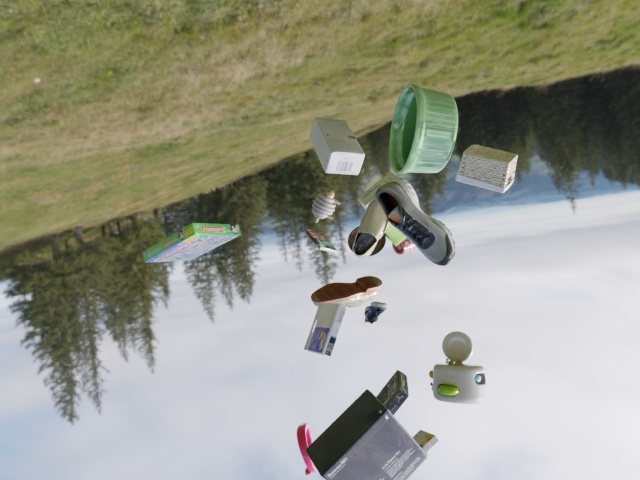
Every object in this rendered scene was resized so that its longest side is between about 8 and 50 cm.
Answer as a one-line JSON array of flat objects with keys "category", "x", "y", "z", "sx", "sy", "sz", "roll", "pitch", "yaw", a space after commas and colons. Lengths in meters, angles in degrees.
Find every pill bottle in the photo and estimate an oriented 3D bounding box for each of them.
[{"category": "pill bottle", "x": 0.560, "y": 0.433, "z": 1.988, "sx": 0.121, "sy": 0.121, "sz": 0.216, "roll": -10, "pitch": 166, "yaw": 13}]

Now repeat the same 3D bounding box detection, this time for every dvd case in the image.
[{"category": "dvd case", "x": 0.000, "y": 0.000, "z": 1.740, "sx": 0.087, "sy": 0.013, "sz": 0.119, "roll": 13, "pitch": -154, "yaw": -43}]

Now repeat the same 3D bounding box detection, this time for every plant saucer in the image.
[{"category": "plant saucer", "x": 0.241, "y": 0.006, "z": 2.521, "sx": 0.199, "sy": 0.198, "sz": 0.036, "roll": -10, "pitch": 147, "yaw": 4}]

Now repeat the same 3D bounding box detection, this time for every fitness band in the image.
[{"category": "fitness band", "x": -0.060, "y": 0.973, "z": 2.285, "sx": 0.054, "sy": 0.208, "sz": 0.291, "roll": -13, "pitch": 170, "yaw": 0}]

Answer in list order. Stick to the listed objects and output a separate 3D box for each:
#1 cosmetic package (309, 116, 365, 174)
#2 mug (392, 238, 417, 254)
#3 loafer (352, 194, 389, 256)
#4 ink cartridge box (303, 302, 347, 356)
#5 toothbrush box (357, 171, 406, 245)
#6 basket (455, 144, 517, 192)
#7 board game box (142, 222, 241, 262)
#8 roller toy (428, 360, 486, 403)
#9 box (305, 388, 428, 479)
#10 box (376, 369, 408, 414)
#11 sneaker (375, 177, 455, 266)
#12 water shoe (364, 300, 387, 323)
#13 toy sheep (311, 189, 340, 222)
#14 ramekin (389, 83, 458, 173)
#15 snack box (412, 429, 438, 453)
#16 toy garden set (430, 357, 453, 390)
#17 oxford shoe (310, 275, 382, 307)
[{"category": "cosmetic package", "x": 0.049, "y": -0.308, "z": 1.567, "sx": 0.118, "sy": 0.085, "sz": 0.231, "roll": 1, "pitch": -138, "yaw": -20}, {"category": "mug", "x": 0.468, "y": 0.013, "z": 2.630, "sx": 0.169, "sy": 0.113, "sz": 0.150, "roll": -21, "pitch": 178, "yaw": -33}, {"category": "loafer", "x": 0.190, "y": -0.046, "z": 1.754, "sx": 0.102, "sy": 0.268, "sz": 0.092, "roll": 22, "pitch": -160, "yaw": 6}, {"category": "ink cartridge box", "x": 0.018, "y": 0.347, "z": 1.915, "sx": 0.045, "sy": 0.206, "sz": 0.208, "roll": 25, "pitch": 165, "yaw": -18}, {"category": "toothbrush box", "x": 0.348, "y": -0.148, "z": 2.326, "sx": 0.206, "sy": 0.283, "sz": 0.122, "roll": -38, "pitch": -154, "yaw": 3}, {"category": "basket", "x": 0.543, "y": -0.238, "z": 1.582, "sx": 0.167, "sy": 0.103, "sz": 0.113, "roll": 20, "pitch": -145, "yaw": 28}, {"category": "board game box", "x": -0.483, "y": 0.011, "z": 1.818, "sx": 0.317, "sy": 0.046, "sz": 0.214, "roll": -24, "pitch": 167, "yaw": 36}, {"category": "roller toy", "x": 0.519, "y": 0.526, "z": 1.821, "sx": 0.191, "sy": 0.146, "sz": 0.209, "roll": 2, "pitch": 169, "yaw": -2}, {"category": "box", "x": 0.181, "y": 0.824, "z": 1.884, "sx": 0.343, "sy": 0.312, "sz": 0.179, "roll": -41, "pitch": -157, "yaw": -11}, {"category": "box", "x": 0.291, "y": 0.698, "z": 2.103, "sx": 0.059, "sy": 0.232, "sz": 0.183, "roll": 33, "pitch": -167, "yaw": 1}, {"category": "sneaker", "x": 0.237, "y": -0.040, "z": 1.255, "sx": 0.108, "sy": 0.271, "sz": 0.100, "roll": -20, "pitch": 157, "yaw": -44}, {"category": "water shoe", "x": 0.242, "y": 0.319, "z": 2.116, "sx": 0.073, "sy": 0.080, "sz": 0.203, "roll": 10, "pitch": 161, "yaw": -5}, {"category": "toy sheep", "x": 0.013, "y": -0.120, "z": 1.722, "sx": 0.091, "sy": 0.132, "sz": 0.091, "roll": 23, "pitch": -168, "yaw": -5}, {"category": "ramekin", "x": 0.351, "y": -0.374, "z": 1.670, "sx": 0.148, "sy": 0.303, "sz": 0.303, "roll": 4, "pitch": 180, "yaw": -8}, {"category": "snack box", "x": 0.492, "y": 0.972, "z": 2.347, "sx": 0.100, "sy": 0.037, "sz": 0.141, "roll": -34, "pitch": -179, "yaw": -20}, {"category": "toy garden set", "x": 0.573, "y": 0.581, "z": 2.239, "sx": 0.049, "sy": 0.244, "sz": 0.203, "roll": 32, "pitch": 167, "yaw": 26}, {"category": "oxford shoe", "x": 0.138, "y": 0.298, "z": 2.507, "sx": 0.397, "sy": 0.146, "sz": 0.140, "roll": -8, "pitch": -146, "yaw": -20}]
